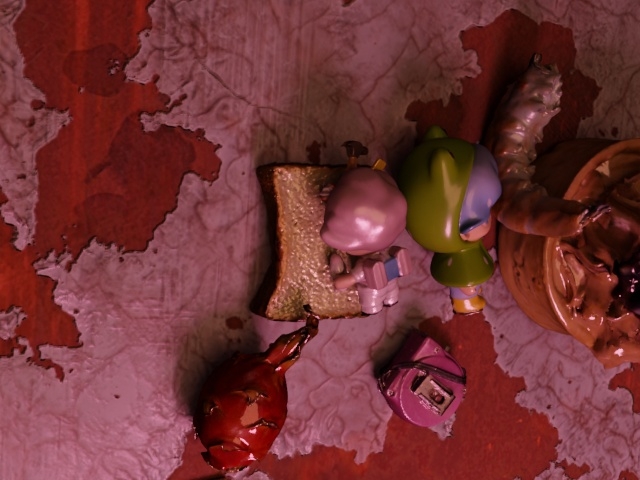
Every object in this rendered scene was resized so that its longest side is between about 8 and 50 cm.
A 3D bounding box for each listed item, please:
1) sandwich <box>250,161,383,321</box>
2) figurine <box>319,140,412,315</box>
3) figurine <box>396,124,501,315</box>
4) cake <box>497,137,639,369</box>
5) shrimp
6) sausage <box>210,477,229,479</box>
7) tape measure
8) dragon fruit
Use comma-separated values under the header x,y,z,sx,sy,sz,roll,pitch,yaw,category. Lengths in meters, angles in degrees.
x,y,z,sx,sy,sz,roll,pitch,yaw,category
0.000,0.000,1.390,0.186,0.065,0.214,-3,98,-22,sandwich
0.060,-0.011,1.324,0.137,0.112,0.228,-21,114,-24,figurine
0.183,-0.023,1.414,0.143,0.162,0.263,-8,117,9,figurine
0.458,0.016,1.439,0.333,0.321,0.332,-4,100,-24,cake
0.289,-0.105,1.414,0.068,0.185,0.287,17,46,-26,shrimp
-0.172,0.339,1.395,0.100,0.015,0.015,-9,101,-20,sausage
0.145,0.203,1.471,0.125,0.074,0.118,38,84,-20,tape measure
-0.077,0.190,1.342,0.125,0.125,0.246,38,98,8,dragon fruit
